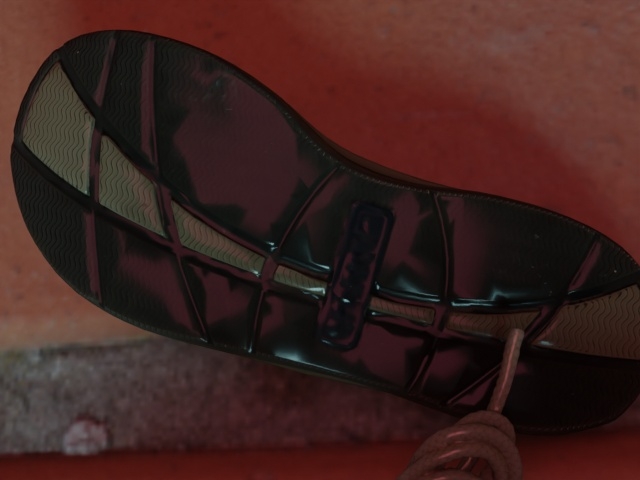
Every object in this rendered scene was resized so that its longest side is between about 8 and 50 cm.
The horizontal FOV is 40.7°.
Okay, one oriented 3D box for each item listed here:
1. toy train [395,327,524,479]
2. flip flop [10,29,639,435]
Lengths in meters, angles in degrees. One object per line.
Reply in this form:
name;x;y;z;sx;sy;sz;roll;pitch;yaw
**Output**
toy train;-0.005;0.138;0.252;0.105;0.143;0.247;23;94;20
flip flop;0.000;0.000;0.362;0.277;0.080;0.112;19;89;3
